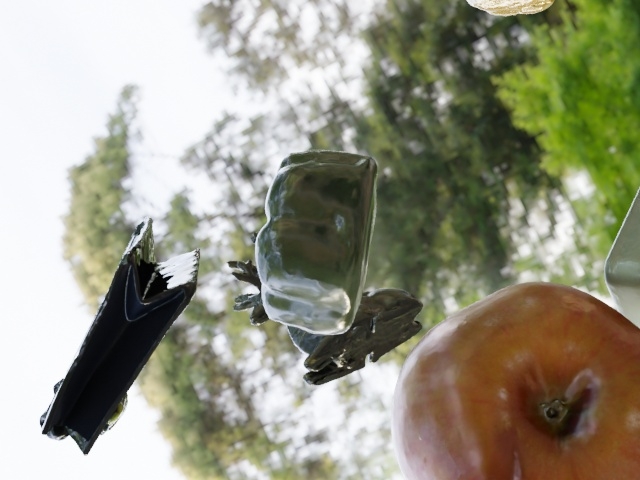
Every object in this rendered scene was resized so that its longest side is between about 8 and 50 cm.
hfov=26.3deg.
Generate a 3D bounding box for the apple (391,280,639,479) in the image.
[{"bbox_3d":[0.150,0.127,0.918,0.164,0.209,0.209,67,-174,-66],"label":"apple"}]

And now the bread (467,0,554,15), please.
[{"bbox_3d":[0.192,-0.304,1.438,0.177,0.119,0.084,54,-144,-59],"label":"bread"}]

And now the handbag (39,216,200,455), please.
[{"bbox_3d":[-0.299,0.146,2.065,0.122,0.329,0.303,29,-172,-8],"label":"handbag"}]

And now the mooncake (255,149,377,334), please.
[{"bbox_3d":[0.000,0.000,1.289,0.175,0.104,0.169,-39,-49,-80],"label":"mooncake"}]

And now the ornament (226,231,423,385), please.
[{"bbox_3d":[-0.008,0.063,1.750,0.202,0.080,0.236,-26,-131,-31],"label":"ornament"}]

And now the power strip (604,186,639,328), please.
[{"bbox_3d":[0.286,0.063,1.048,0.270,0.046,0.118,58,-132,-38],"label":"power strip"}]
